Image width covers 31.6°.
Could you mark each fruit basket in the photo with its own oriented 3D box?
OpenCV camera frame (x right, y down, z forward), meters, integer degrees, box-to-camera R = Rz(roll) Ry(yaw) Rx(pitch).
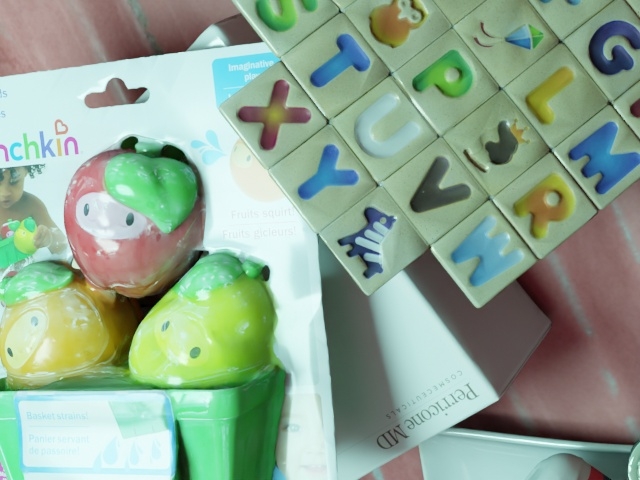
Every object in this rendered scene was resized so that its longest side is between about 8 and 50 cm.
[{"bbox_3d":[-0.153,0.039,0.873,0.327,0.165,0.353,-3,101,21],"label":"fruit basket"}]

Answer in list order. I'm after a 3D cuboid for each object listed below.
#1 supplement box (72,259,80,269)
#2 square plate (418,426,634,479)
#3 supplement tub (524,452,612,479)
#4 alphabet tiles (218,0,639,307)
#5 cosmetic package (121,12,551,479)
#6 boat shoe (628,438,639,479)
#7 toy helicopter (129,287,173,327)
[{"bbox_3d":[-0.255,-0.001,1.169,0.062,0.036,0.098,-5,107,28],"label":"supplement box"},{"bbox_3d":[0.276,0.324,1.024,0.347,0.049,0.344,-1,110,27],"label":"square plate"},{"bbox_3d":[0.247,0.316,0.891,0.272,0.191,0.191,34,121,11],"label":"supplement tub"},{"bbox_3d":[0.113,-0.131,0.815,0.342,0.011,0.285,-38,89,-8],"label":"alphabet tiles"},{"bbox_3d":[0.000,0.000,0.970,0.197,0.155,0.365,-39,88,34],"label":"cosmetic package"},{"bbox_3d":[0.349,0.211,0.877,0.227,0.068,0.081,26,92,14],"label":"boat shoe"},{"bbox_3d":[-0.130,0.176,1.118,0.235,0.140,0.355,44,140,24],"label":"toy helicopter"}]
